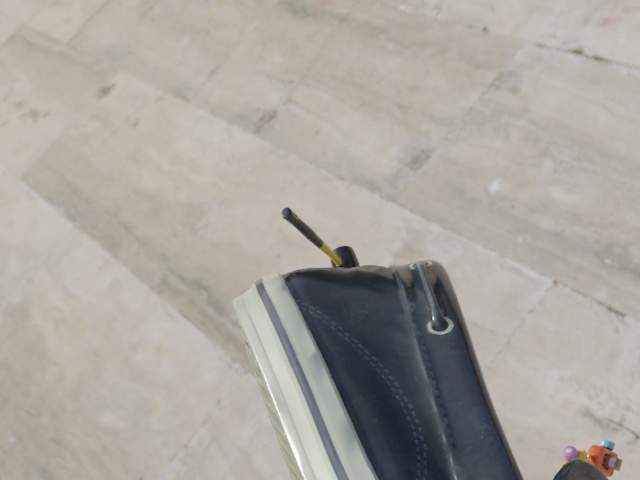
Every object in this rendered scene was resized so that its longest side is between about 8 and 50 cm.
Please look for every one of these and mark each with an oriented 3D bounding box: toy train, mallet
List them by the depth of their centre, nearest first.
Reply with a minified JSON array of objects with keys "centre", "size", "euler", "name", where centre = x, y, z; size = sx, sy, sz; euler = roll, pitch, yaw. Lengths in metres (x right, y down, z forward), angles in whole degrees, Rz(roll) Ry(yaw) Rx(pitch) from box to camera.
[{"centre":[0.351,0.335,1.274],"size":[0.046,0.125,0.166],"euler":[9,70,47],"name":"toy train"},{"centre":[0.000,0.000,1.314],"size":[0.039,0.189,0.062],"euler":[-28,44,15],"name":"mallet"}]

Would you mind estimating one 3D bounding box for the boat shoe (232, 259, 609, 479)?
[{"centre":[0.097,0.189,0.498],"size":[0.156,0.186,0.500],"euler":[-19,47,-10],"name":"boat shoe"}]
